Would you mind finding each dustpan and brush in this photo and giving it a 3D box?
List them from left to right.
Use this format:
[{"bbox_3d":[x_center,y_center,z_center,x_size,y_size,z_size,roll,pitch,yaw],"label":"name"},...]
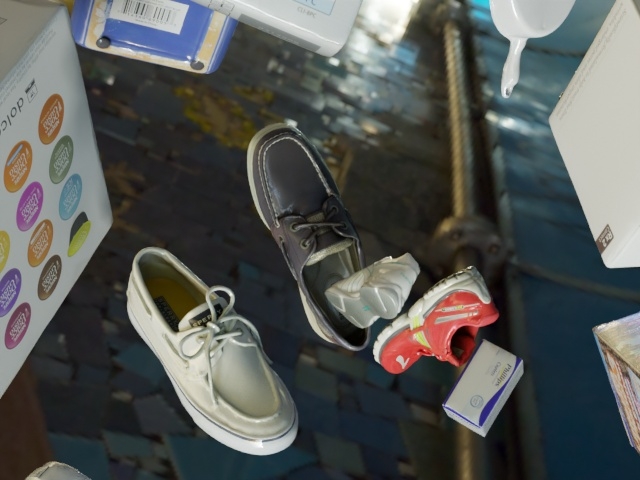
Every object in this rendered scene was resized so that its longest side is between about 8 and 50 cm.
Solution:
[{"bbox_3d":[0.260,-0.278,1.485,0.060,0.147,0.211,27,-60,50],"label":"dustpan and brush"}]

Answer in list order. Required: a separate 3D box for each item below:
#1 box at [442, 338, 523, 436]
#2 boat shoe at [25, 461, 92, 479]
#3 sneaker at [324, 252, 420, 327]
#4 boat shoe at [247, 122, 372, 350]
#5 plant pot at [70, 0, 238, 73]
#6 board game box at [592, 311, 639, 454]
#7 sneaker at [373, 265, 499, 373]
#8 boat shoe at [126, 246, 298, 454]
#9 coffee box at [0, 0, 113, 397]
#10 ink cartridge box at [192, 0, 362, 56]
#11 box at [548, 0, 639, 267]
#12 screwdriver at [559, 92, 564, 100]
[{"bbox_3d":[0.258,0.234,1.865,0.126,0.072,0.137,-58,164,-8],"label":"box"},{"bbox_3d":[-0.165,0.353,1.143,0.119,0.335,0.121,-58,-176,-30],"label":"boat shoe"},{"bbox_3d":[0.056,0.050,1.191,0.061,0.053,0.152,-48,-167,-22],"label":"sneaker"},{"bbox_3d":[0.000,0.000,1.370,0.092,0.103,0.285,31,-38,66],"label":"boat shoe"},{"bbox_3d":[-0.201,-0.360,1.515,0.236,0.236,0.212,122,-26,-53],"label":"plant pot"},{"bbox_3d":[0.417,0.137,1.125,0.291,0.232,0.141,-73,144,-83],"label":"board game box"},{"bbox_3d":[0.180,0.154,1.856,0.107,0.118,0.279,-19,160,-37],"label":"sneaker"},{"bbox_3d":[-0.155,0.132,1.659,0.136,0.367,0.156,-24,143,-25],"label":"boat shoe"},{"bbox_3d":[-0.448,-0.048,1.171,0.334,0.338,0.337,90,21,-51],"label":"coffee box"},{"bbox_3d":[-0.055,-0.437,1.299,0.091,0.308,0.385,-171,-78,-80],"label":"ink cartridge box"},{"bbox_3d":[0.309,-0.097,1.038,0.181,0.119,0.182,112,-29,-52],"label":"box"},{"bbox_3d":[0.439,-0.190,1.764,0.024,0.170,0.025,83,27,-69],"label":"screwdriver"}]
